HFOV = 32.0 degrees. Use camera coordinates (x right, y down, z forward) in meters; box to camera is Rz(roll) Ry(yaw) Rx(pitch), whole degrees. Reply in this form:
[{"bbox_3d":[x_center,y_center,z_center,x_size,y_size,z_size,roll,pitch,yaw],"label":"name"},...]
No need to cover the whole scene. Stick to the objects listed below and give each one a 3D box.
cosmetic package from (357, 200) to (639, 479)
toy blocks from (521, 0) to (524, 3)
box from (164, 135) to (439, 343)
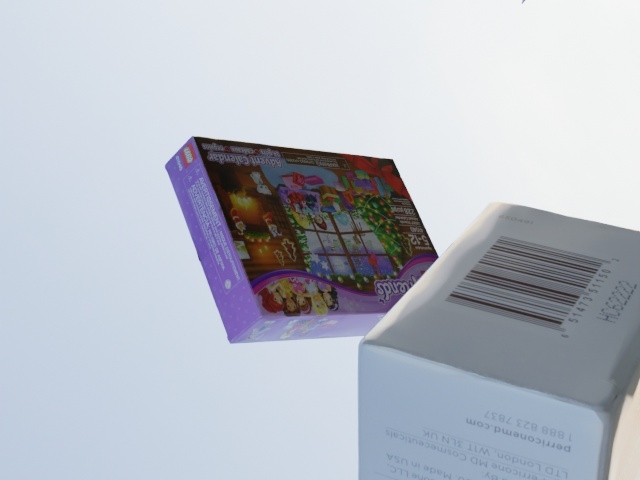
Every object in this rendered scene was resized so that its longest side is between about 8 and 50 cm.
[{"bbox_3d":[0.144,0.229,0.814,0.230,0.161,0.453,-41,-42,-50],"label":"cosmetic package"},{"bbox_3d":[0.311,-0.344,0.954,0.260,0.289,0.309,-9,-148,-25],"label":"toy blocks"},{"bbox_3d":[0.000,0.000,1.142,0.293,0.057,0.201,1,-122,-45],"label":"box"}]
